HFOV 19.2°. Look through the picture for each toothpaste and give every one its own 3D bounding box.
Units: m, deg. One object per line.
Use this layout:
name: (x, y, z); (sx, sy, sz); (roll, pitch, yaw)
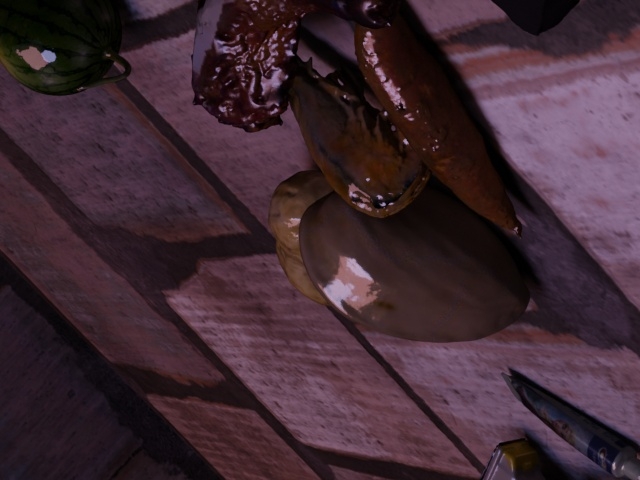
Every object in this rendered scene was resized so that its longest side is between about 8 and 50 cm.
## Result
toothpaste: (0.280, 0.207, 2.064); (0.216, 0.037, 0.062); (34, 163, 39)

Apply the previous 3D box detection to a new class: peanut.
peanut: (0.000, 0.000, 2.077); (0.229, 0.098, 0.103); (75, 170, -64)

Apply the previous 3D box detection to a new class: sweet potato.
sweet potato: (0.097, -0.108, 1.659); (0.066, 0.072, 0.314); (-6, 131, 40)

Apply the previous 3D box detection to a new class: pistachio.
pistachio: (0.092, 0.022, 1.867); (0.238, 0.153, 0.138); (17, 175, -9)

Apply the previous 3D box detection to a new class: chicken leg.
chicken leg: (-0.039, -0.194, 1.636); (0.407, 0.096, 0.158); (-22, 87, 64)

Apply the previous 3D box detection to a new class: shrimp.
shrimp: (0.024, -0.140, 1.777); (0.262, 0.117, 0.066); (61, -162, 17)

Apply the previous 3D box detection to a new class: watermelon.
watermelon: (-0.275, -0.221, 2.071); (0.187, 0.140, 0.140); (29, 159, 20)

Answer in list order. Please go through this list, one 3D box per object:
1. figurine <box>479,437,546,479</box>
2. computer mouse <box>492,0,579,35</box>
figurine: (0.308, 0.372, 2.215); (0.308, 0.143, 0.308); (40, -179, -1)
computer mouse: (0.141, -0.219, 1.299); (0.122, 0.073, 0.217); (43, 169, 5)
